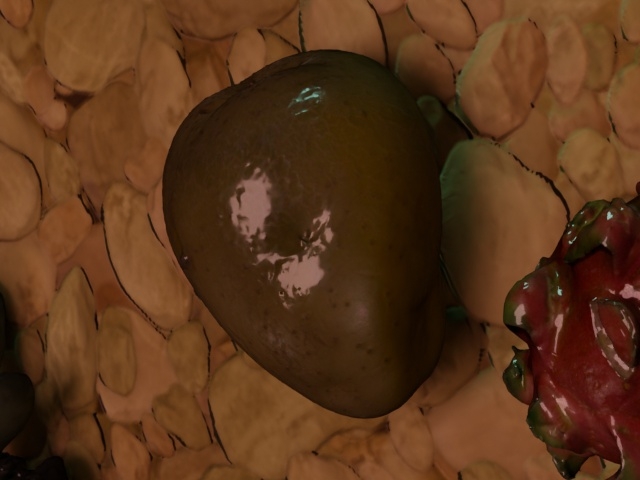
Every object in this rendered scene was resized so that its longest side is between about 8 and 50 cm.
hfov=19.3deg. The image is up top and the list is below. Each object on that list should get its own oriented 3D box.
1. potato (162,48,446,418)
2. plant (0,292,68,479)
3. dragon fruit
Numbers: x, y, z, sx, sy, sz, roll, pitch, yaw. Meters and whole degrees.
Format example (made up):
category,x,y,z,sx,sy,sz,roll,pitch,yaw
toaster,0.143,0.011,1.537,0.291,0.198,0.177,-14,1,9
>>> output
category,x,y,z,sx,sy,sz,roll,pitch,yaw
potato,0.000,0.000,1.009,0.157,0.157,0.194,-18,99,42
plant,-0.244,0.156,1.241,0.149,0.146,0.274,-19,86,30
dragon fruit,0.173,0.019,0.850,0.135,0.137,0.236,39,124,13
